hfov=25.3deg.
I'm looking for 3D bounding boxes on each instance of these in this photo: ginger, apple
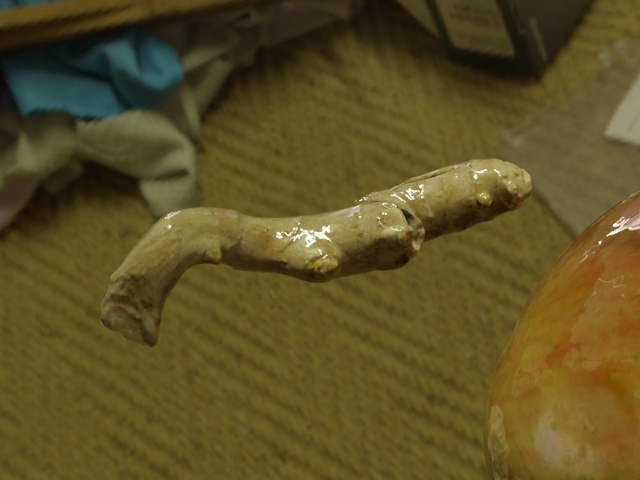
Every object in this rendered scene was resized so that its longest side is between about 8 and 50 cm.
[{"bbox_3d":[0.000,0.000,0.900,0.288,0.075,0.089,-15,24,-17],"label":"ginger"},{"bbox_3d":[0.294,0.133,0.919,0.346,0.391,0.391,4,56,27],"label":"apple"}]
